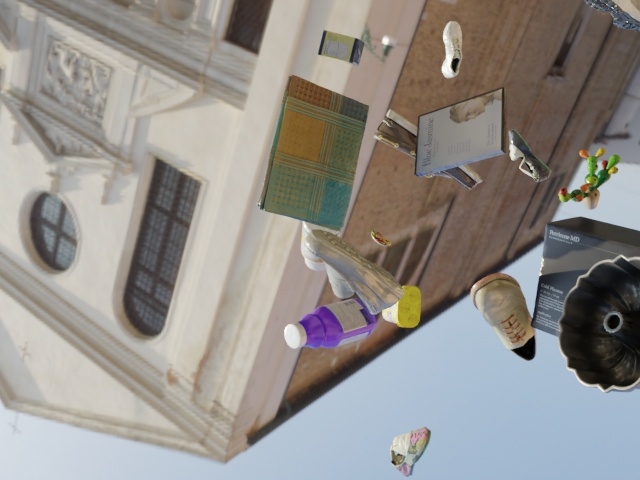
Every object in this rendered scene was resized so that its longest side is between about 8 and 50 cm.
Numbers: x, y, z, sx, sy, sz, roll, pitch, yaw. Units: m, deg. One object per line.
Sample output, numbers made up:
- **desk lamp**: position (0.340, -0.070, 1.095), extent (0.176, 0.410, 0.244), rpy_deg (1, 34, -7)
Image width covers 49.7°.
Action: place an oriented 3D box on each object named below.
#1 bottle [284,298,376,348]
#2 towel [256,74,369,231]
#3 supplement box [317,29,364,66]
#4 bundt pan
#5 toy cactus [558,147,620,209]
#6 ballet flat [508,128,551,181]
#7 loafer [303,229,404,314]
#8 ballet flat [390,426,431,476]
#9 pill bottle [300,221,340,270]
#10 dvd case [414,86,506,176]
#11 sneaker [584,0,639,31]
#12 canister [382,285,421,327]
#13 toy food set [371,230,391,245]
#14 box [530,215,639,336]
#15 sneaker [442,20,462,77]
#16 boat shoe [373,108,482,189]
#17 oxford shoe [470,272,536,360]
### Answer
- **bottle**: position (0.027, 0.235, 1.897), extent (0.283, 0.092, 0.118), rpy_deg (-9, -129, -44)
- **towel**: position (-0.013, -0.227, 1.859), extent (0.272, 0.369, 0.040), rpy_deg (16, 173, -32)
- **supplement box**: position (0.047, -0.435, 1.568), extent (0.083, 0.056, 0.083), rpy_deg (17, -168, 10)
- **bundt pan**: position (0.730, 0.207, 1.633), extent (0.124, 0.330, 0.331), rpy_deg (20, -160, -27)
- **toy cactus**: position (0.766, -0.159, 1.985), extent (0.219, 0.180, 0.112), rpy_deg (-43, -130, -16)
- **ballet flat**: position (0.675, -0.273, 2.283), extent (0.203, 0.074, 0.074), rpy_deg (49, -155, -2)
- **loafer**: position (0.066, 0.080, 1.551), extent (0.319, 0.111, 0.112), rpy_deg (37, -169, -38)
- **ballet flat**: position (0.216, 0.527, 1.733), extent (0.079, 0.221, 0.076), rpy_deg (17, -129, 7)
- **pill bottle**: position (0.000, 0.000, 2.104), extent (0.118, 0.208, 0.117), rpy_deg (3, -128, -3)
- **dvd case**: position (0.349, -0.270, 1.739), extent (0.253, 0.180, 0.022), rpy_deg (-13, 152, 41)
- **sneaker**: position (0.751, -0.582, 1.676), extent (0.272, 0.107, 0.100), rpy_deg (16, -172, -40)
- **canister**: position (0.249, 0.201, 2.153), extent (0.074, 0.126, 0.170), rpy_deg (3, 178, -12)
- **toy food set**: position (0.231, -0.007, 2.673), extent (0.083, 0.020, 0.083), rpy_deg (48, -156, 23)
- **box**: position (0.779, 0.128, 1.859), extent (0.179, 0.312, 0.343), rpy_deg (-11, -158, -38)
- **sneaker**: position (0.367, -0.521, 1.886), extent (0.054, 0.152, 0.061), rpy_deg (-3, -166, -9)
- **boat shoe**: position (0.300, -0.237, 1.933), extent (0.324, 0.096, 0.116), rpy_deg (37, -165, 3)
- **oxford shoe**: position (0.552, 0.223, 1.993), extent (0.397, 0.141, 0.146), rpy_deg (42, -160, -47)
